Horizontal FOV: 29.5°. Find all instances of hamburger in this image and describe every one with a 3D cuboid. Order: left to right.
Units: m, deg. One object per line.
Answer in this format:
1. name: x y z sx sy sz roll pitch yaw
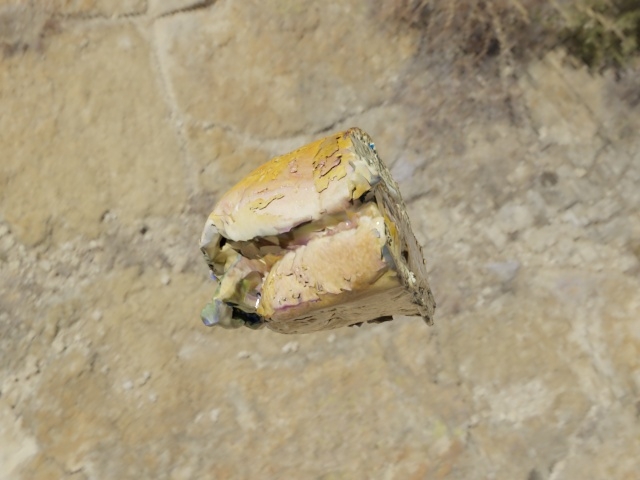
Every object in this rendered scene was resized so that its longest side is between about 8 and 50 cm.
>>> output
1. hamburger: -0.007 0.000 0.571 0.102 0.176 0.087 -10 80 9
